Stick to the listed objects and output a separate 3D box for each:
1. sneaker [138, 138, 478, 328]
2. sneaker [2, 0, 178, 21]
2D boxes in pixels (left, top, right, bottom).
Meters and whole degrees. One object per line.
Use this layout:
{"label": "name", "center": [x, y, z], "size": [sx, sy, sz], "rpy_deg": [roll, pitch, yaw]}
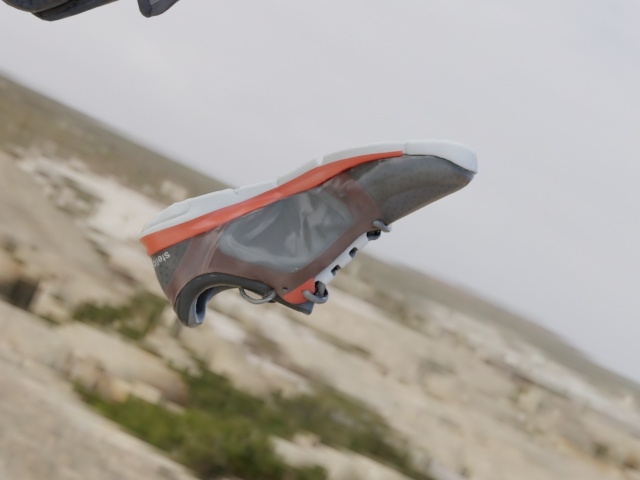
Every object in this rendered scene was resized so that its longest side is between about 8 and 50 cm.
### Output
{"label": "sneaker", "center": [0.000, 0.000, 0.862], "size": [0.158, 0.064, 0.061], "rpy_deg": [-18, -11, 11]}
{"label": "sneaker", "center": [-0.118, -0.157, 0.782], "size": [0.300, 0.121, 0.111], "rpy_deg": [13, -30, 52]}
